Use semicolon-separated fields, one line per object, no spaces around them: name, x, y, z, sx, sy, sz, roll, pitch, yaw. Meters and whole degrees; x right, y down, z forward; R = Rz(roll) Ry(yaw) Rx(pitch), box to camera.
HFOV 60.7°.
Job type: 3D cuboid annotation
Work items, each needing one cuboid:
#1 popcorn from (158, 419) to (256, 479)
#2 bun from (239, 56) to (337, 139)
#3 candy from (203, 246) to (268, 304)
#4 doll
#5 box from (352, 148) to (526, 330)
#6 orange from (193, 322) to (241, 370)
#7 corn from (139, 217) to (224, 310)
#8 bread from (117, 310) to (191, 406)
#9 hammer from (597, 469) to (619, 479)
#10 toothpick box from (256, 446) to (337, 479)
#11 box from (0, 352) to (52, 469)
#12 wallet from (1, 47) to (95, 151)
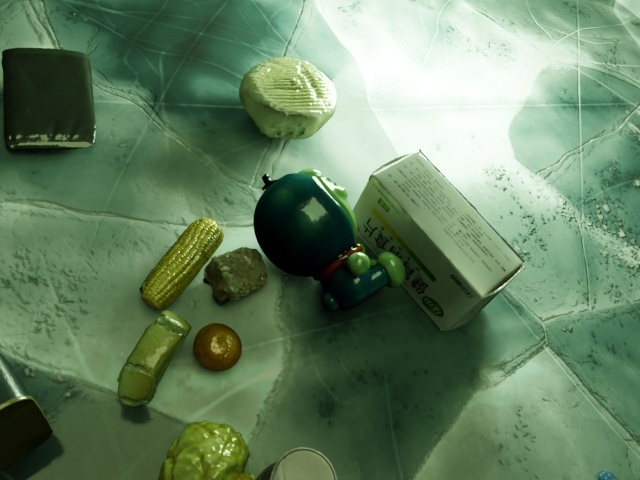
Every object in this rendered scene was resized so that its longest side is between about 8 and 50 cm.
popcorn;-0.165;0.347;0.777;0.142;0.173;0.173;-6;62;-16
bun;-0.079;-0.304;1.215;0.220;0.134;0.220;8;54;-10
candy;-0.158;0.061;1.003;0.110;0.085;0.095;-16;74;-38
doll;0.000;0.000;1.020;0.186;0.198;0.322;-41;87;-20
box;0.225;0.003;1.102;0.145;0.173;0.333;-31;73;-29
orange;-0.175;0.181;0.924;0.083;0.070;0.083;15;56;-24
corn;-0.249;0.039;0.988;0.072;0.072;0.203;31;57;2
bread;-0.265;0.186;0.862;0.064;0.117;0.156;28;55;-2
hammer;0.579;0.504;0.983;0.116;0.069;0.194;-23;61;-28
toothpick box;-0.042;0.369;0.804;0.098;0.149;0.098;8;57;-13
box;-0.454;0.240;0.720;0.144;0.201;0.090;-31;69;-30
wallet;-0.547;-0.282;1.102;0.168;0.052;0.245;-4;66;-21
